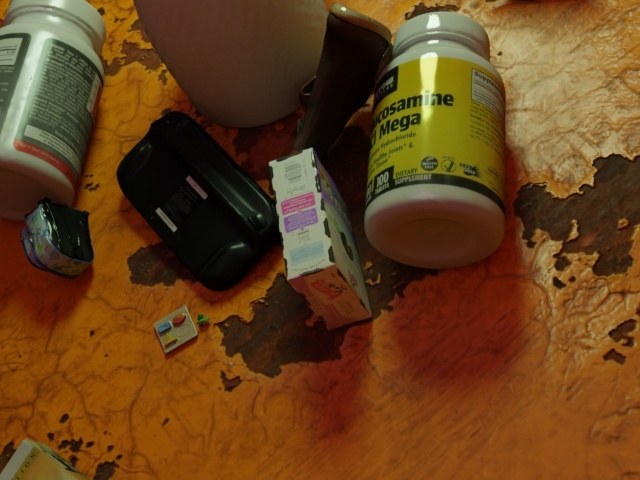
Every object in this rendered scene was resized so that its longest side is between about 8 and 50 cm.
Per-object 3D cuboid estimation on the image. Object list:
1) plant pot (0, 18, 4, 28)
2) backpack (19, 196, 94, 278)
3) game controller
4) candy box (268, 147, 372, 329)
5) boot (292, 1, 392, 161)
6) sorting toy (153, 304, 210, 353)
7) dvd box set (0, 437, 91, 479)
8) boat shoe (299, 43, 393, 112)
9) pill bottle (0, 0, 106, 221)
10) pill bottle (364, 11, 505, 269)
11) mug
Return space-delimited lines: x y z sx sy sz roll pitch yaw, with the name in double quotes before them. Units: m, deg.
"plant pot" -0.682 -0.349 1.858 0.272 0.265 0.273 -10 58 16
"backpack" -0.414 0.006 1.642 0.084 0.105 0.114 -41 53 23
"game controller" -0.194 -0.066 1.613 0.166 0.067 0.319 -50 58 10
"candy box" 0.000 0.000 1.436 0.070 0.165 0.196 -18 56 12
"boot" 0.022 -0.218 1.494 0.090 0.248 0.207 28 91 11
"sorting toy" -0.205 0.124 1.539 0.083 0.012 0.062 -31 54 3
"dvd box set" -0.312 0.485 1.310 0.420 0.062 0.308 28 79 29
"boat shoe" 0.042 -0.263 1.639 0.178 0.060 0.064 -37 54 -2
"pill bottle" -0.480 -0.231 1.742 0.210 0.210 0.363 -4 59 20
"pill bottle" 0.163 -0.145 1.443 0.187 0.188 0.334 -6 59 19
"mug" -0.123 -0.418 1.634 0.276 0.328 0.374 28 74 32
